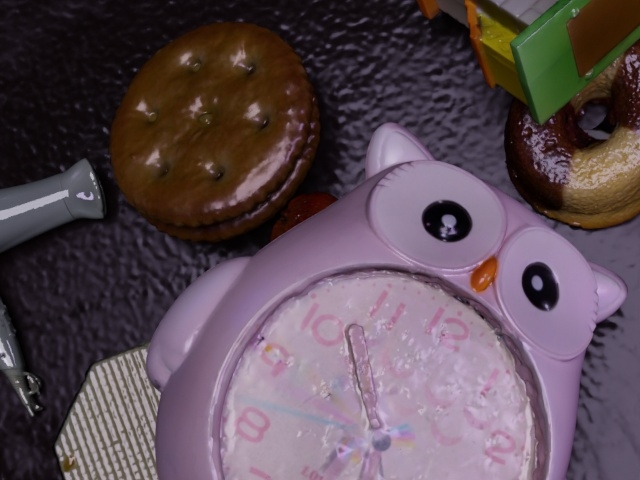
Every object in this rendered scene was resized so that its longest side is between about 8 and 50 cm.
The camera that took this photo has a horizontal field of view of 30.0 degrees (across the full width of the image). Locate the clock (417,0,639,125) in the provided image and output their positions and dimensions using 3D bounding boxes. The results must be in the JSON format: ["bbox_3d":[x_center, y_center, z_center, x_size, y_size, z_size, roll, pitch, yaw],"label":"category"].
[{"bbox_3d":[0.185,-0.265,1.085,0.220,0.106,0.255,-41,52,-7],"label":"clock"}]

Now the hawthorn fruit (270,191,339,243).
[{"bbox_3d":[0.000,0.000,1.127,0.093,0.093,0.093,-2,81,12],"label":"hawthorn fruit"}]

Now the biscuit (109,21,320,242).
[{"bbox_3d":[-0.102,-0.105,1.150,0.220,0.066,0.220,-9,67,21],"label":"biscuit"}]

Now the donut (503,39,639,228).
[{"bbox_3d":[0.249,-0.108,1.092,0.166,0.073,0.184,33,88,18],"label":"donut"}]

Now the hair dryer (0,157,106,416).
[{"bbox_3d":[-0.296,0.056,1.201,0.206,0.075,0.237,-16,86,3],"label":"hair dryer"}]

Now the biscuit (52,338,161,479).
[{"bbox_3d":[-0.137,0.165,1.144,0.252,0.052,0.150,-23,81,6],"label":"biscuit"}]

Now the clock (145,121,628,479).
[{"bbox_3d":[0.053,0.124,0.995,0.368,0.250,0.376,34,78,-2],"label":"clock"}]
